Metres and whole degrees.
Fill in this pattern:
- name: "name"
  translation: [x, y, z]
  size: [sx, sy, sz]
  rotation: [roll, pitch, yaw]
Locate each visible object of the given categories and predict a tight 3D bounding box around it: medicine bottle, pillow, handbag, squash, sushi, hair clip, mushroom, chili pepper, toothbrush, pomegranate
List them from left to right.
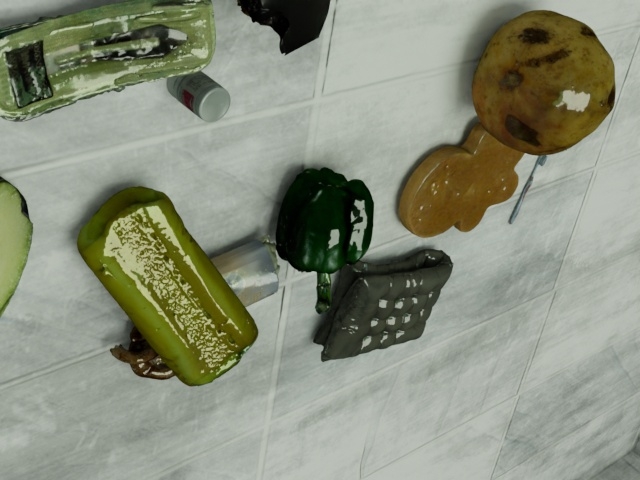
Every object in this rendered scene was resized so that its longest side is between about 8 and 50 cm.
- name: "squash"
  translation: [-0.496, -0.003, 1.399]
  size: [0.184, 0.085, 0.192]
  rotation: [-70, 153, -24]
- name: "hair clip"
  translation: [-0.301, -0.264, 1.353]
  size: [0.321, 0.091, 0.138]
  rotation: [-18, 133, -22]
- name: "mushroom"
  translation: [-0.292, 0.185, 1.756]
  size: [0.171, 0.080, 0.135]
  rotation: [-4, 109, -45]
- name: "medicine bottle"
  translation: [-0.184, -0.223, 1.503]
  size: [0.058, 0.091, 0.058]
  rotation: [-28, 138, -28]
- name: "handbag"
  translation: [-0.148, 0.071, 1.798]
  size: [0.173, 0.095, 0.117]
  rotation: [-25, 138, -26]
- name: "sushi"
  translation: [-0.066, -0.388, 1.433]
  size: [0.153, 0.150, 0.172]
  rotation: [-33, 140, -23]
- name: "chili pepper"
  translation: [0.000, 0.000, 1.834]
  size: [0.174, 0.165, 0.261]
  rotation: [-32, 140, -53]
- name: "pillow"
  translation: [0.143, 0.135, 2.160]
  size: [0.326, 0.101, 0.228]
  rotation: [-5, 128, -42]
- name: "toothbrush"
  translation: [0.491, -0.120, 2.368]
  size: [0.013, 0.019, 0.193]
  rotation: [-4, 126, -45]
- name: "pomegranate"
  translation: [0.432, -0.309, 1.940]
  size: [0.281, 0.281, 0.281]
  rotation: [-28, 138, -28]

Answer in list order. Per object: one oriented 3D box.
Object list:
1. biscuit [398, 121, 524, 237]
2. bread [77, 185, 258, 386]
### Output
- name: "biscuit"
  translation: [0.305, -0.126, 2.138]
  size: [0.355, 0.052, 0.275]
  rotation: [-24, 136, -30]
- name: "bread"
  translation: [-0.249, 0.076, 1.637]
  size: [0.166, 0.112, 0.383]
  rotation: [-37, 125, -8]
